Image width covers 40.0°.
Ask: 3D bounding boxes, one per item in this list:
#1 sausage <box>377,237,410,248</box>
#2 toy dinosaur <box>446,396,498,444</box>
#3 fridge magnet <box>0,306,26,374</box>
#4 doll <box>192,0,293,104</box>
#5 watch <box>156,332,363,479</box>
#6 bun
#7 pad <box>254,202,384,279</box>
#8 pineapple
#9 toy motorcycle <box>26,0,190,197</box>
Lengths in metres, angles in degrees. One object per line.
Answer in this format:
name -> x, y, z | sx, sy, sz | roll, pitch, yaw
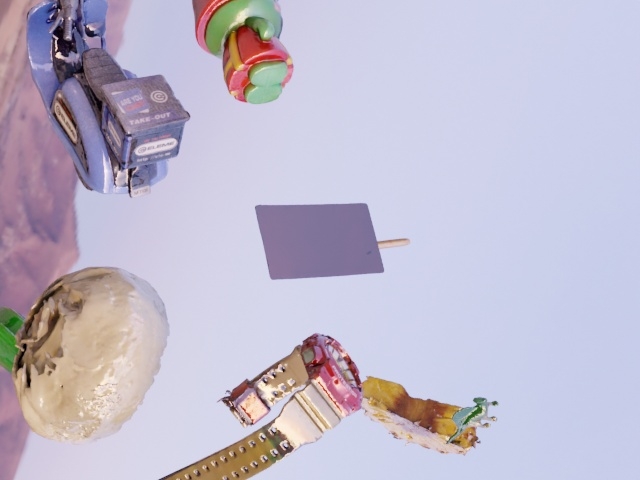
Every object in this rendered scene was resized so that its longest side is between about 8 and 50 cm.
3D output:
sausage -> 0.187, 0.010, 2.431 | 0.024, 0.132, 0.024 | 174, -90, -72
toy dinosaur -> 0.211, 0.258, 1.270 | 0.119, 0.060, 0.029 | -46, -142, 36
fridge magnet -> -0.571, 0.202, 1.660 | 0.088, 0.208, 0.208 | -46, -173, -24
doll -> -0.153, -0.416, 1.596 | 0.182, 0.160, 0.363 | 106, -25, -59
watch -> -0.075, 0.212, 1.033 | 0.268, 0.102, 0.165 | -32, -167, 21
bun -> -0.333, 0.149, 1.206 | 0.259, 0.152, 0.259 | -28, -137, 30
pad -> 0.000, 0.000, 1.766 | 0.009, 0.265, 0.159 | -41, -123, 54
pineapple -> 0.174, 0.312, 1.544 | 0.079, 0.233, 0.135 | -60, 160, -28
toy motorcycle -> -0.290, -0.216, 1.129 | 0.358, 0.125, 0.212 | 56, -35, 24
